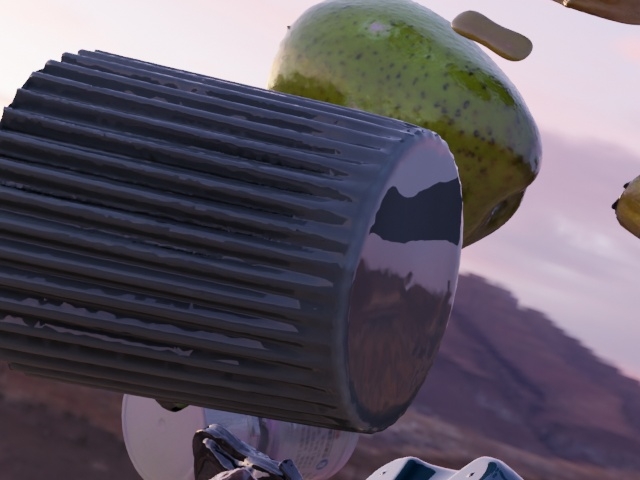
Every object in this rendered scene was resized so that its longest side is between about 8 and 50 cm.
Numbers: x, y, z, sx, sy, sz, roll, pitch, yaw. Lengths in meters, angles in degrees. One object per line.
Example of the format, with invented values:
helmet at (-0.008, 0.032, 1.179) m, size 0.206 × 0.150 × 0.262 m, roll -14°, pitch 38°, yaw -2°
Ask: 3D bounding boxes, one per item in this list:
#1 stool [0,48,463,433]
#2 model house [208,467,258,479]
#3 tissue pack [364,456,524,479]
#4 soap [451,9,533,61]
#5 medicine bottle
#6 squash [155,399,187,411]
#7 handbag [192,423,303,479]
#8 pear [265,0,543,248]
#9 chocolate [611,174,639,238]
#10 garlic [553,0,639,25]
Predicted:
stool at (-0.075, 0.005, 1.288) m, size 0.330 × 0.297 × 0.297 m, roll 11°, pitch -8°, yaw 24°
model house at (-0.117, 0.368, 1.557) m, size 0.295 × 0.251 × 0.329 m, roll 52°, pitch 8°, yaw -49°
tissue pack at (0.139, 0.356, 1.654) m, size 0.206 × 0.198 × 0.287 m, roll 55°, pitch -28°, yaw -8°
soap at (0.164, -0.196, 1.466) m, size 0.089 × 0.034 × 0.012 m, roll 33°, pitch -23°, yaw 29°
medicine bottle at (-0.116, 0.255, 2.271) m, size 0.302 × 0.241 × 0.241 m, roll -1°, pitch 11°, yaw -43°
squash at (-0.147, 0.099, 1.754) m, size 0.123 × 0.170 × 0.170 m, roll -23°, pitch -10°, yaw 3°
handbag at (-0.090, 0.391, 2.011) m, size 0.075 × 0.332 × 0.191 m, roll -26°, pitch 39°, yaw -38°
pear at (0.105, -0.105, 1.806) m, size 0.318 × 0.342 × 0.238 m, roll 10°, pitch 21°, yaw 27°
chocolate at (0.413, 0.007, 1.616) m, size 0.219 × 0.086 × 0.085 m, roll 39°, pitch 7°, yaw 34°
garlic at (0.354, -0.323, 1.832) m, size 0.164 × 0.145 × 0.245 m, roll -9°, pitch 6°, yaw 21°
